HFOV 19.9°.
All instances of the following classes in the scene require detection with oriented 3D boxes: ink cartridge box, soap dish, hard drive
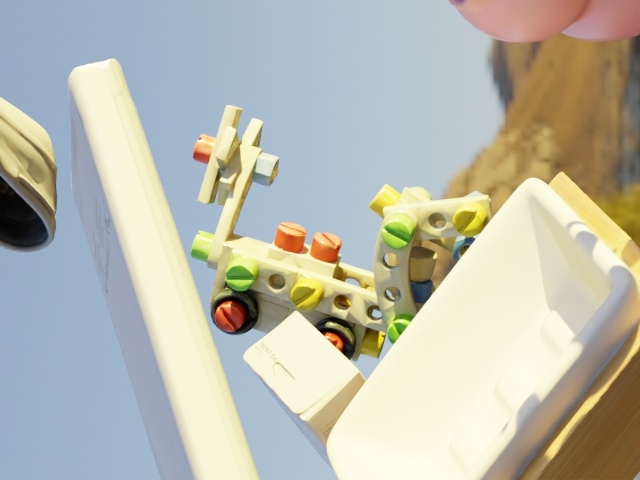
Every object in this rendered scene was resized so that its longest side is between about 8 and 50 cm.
[{"bbox_3d":[0.015,0.143,1.497,0.109,0.063,0.150,41,169,50],"label":"ink cartridge box"},{"bbox_3d":[0.142,0.116,1.305,0.291,0.118,0.229,-54,24,11],"label":"soap dish"},{"bbox_3d":[-0.111,0.058,1.238,0.203,0.040,0.307,106,146,-66],"label":"hard drive"}]

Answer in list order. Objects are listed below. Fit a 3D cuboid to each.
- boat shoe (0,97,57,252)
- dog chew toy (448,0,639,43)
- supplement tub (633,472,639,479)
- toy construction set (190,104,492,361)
[{"bbox_3d":[-0.184,-0.042,0.853,0.184,0.066,0.063,45,-156,-59],"label":"boat shoe"},{"bbox_3d":[0.232,-0.249,1.429,0.206,0.332,0.206,40,143,40],"label":"dog chew toy"},{"bbox_3d":[0.267,0.298,1.545,0.144,0.144,0.200,-76,-15,-56],"label":"supplement tub"},{"bbox_3d":[0.000,0.000,1.786,0.151,0.327,0.215,-30,-41,-58],"label":"toy construction set"}]
